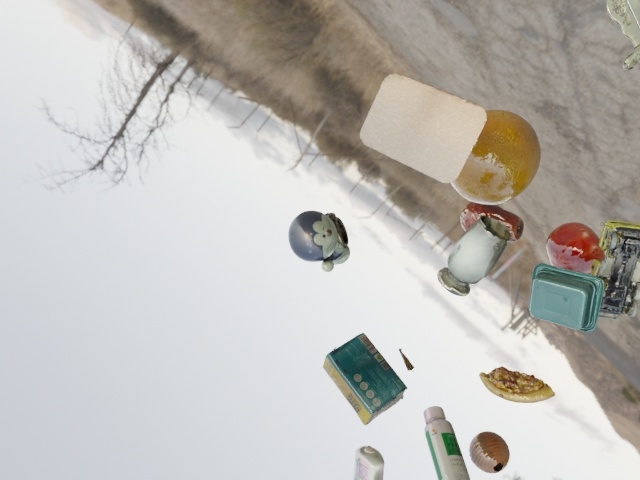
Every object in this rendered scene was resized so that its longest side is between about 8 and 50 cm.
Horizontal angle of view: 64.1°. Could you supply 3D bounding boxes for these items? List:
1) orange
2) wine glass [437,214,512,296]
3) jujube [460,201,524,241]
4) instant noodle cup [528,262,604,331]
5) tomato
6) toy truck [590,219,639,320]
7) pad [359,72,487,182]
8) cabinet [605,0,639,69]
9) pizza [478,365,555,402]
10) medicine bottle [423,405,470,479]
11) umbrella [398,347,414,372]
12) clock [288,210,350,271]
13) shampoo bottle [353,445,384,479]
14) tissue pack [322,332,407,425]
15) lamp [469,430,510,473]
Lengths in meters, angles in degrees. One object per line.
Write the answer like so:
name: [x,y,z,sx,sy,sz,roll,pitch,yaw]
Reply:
orange: [0.486,-0.234,1.462,0.274,0.274,0.274,40,-170,-9]
wine glass: [0.380,0.041,1.273,0.111,0.204,0.111,20,-146,-14]
jujube: [0.704,-0.075,2.100,0.255,0.190,0.190,16,169,46]
instant noodle cup: [0.627,0.155,1.330,0.179,0.157,0.070,15,-156,40]
tomato: [0.804,0.037,1.613,0.187,0.151,0.187,155,90,-84]
toy truck: [0.823,0.077,1.426,0.124,0.273,0.157,8,-161,9]
pad: [0.217,-0.251,1.123,0.266,0.176,0.002,33,-163,29]
cabinet: [0.740,-0.561,1.014,0.318,0.227,0.290,129,122,-78]
pizza: [0.650,0.483,1.713,0.246,0.127,0.058,17,137,44]
medicine bottle: [0.376,0.632,1.551,0.095,0.095,0.260,35,-154,-30]
umbrella: [0.255,0.359,1.522,0.031,0.020,0.083,-5,-118,-41]
clock: [0.000,0.000,1.578,0.243,0.146,0.200,24,-126,-62]
shampoo bottle: [0.093,0.446,0.984,0.043,0.099,0.072,1,-175,-29]
tissue pack: [0.159,0.505,1.871,0.192,0.134,0.271,-24,-119,-29]
lamp: [0.572,0.717,1.731,0.136,0.136,0.136,40,-170,-9]
